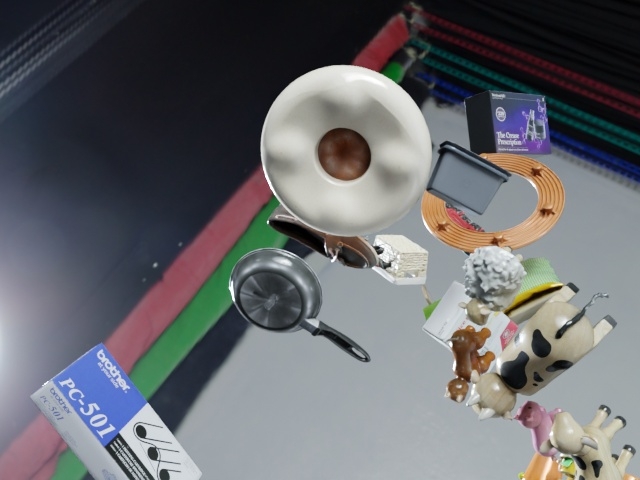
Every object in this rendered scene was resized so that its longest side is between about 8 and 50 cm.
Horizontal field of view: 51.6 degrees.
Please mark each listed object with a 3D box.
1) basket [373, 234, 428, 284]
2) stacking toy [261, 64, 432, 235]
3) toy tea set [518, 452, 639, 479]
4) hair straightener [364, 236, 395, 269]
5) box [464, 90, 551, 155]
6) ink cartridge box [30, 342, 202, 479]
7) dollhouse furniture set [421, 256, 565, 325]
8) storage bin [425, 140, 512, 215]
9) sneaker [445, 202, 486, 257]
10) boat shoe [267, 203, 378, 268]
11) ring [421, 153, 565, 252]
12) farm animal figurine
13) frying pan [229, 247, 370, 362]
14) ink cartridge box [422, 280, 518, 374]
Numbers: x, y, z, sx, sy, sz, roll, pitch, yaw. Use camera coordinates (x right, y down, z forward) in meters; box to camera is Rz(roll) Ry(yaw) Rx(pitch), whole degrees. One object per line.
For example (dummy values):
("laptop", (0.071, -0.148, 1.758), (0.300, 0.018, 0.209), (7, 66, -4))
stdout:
("basket", (0.236, 0.055, 1.983), (0.113, 0.167, 0.103), (0, -70, -26))
("stacking toy", (0.096, -0.242, 1.506), (0.480, 0.350, 0.351), (-55, -13, -64))
("toy tea set", (0.631, 0.612, 1.617), (0.124, 0.200, 0.336), (-63, -2, -19))
("hair straightener", (0.132, 0.032, 1.966), (0.047, 0.230, 0.089), (3, -85, -44))
("box", (0.552, -0.332, 1.942), (0.261, 0.103, 0.184), (-6, -94, -37))
("ink cartridge box", (-0.234, 0.231, 0.776), (0.046, 0.207, 0.097), (-34, 6, 23))
("dollhouse furniture set", (0.399, 0.112, 1.560), (0.301, 0.151, 0.197), (-31, 22, 14))
("storage bin", (0.259, -0.107, 1.207), (0.091, 0.135, 0.098), (-62, 3, -2))
("sneaker", (0.526, -0.024, 2.357), (0.104, 0.262, 0.125), (-37, -34, 11))
("boat shoe", (0.000, 0.000, 1.707), (0.095, 0.335, 0.112), (-40, -37, -24))
("ring", (0.407, -0.103, 1.586), (0.336, 0.336, 0.032), (-48, -40, -26))
("farm animal figurine", (0.312, 0.210, 0.963), (0.172, 0.330, 0.327), (-27, -42, -40))
("frying pan", (-0.061, 0.162, 1.353), (0.197, 0.326, 0.053), (-25, 16, 24))
("ink cartridge box", (0.315, 0.183, 1.387), (0.175, 0.072, 0.127), (38, -95, -34))
